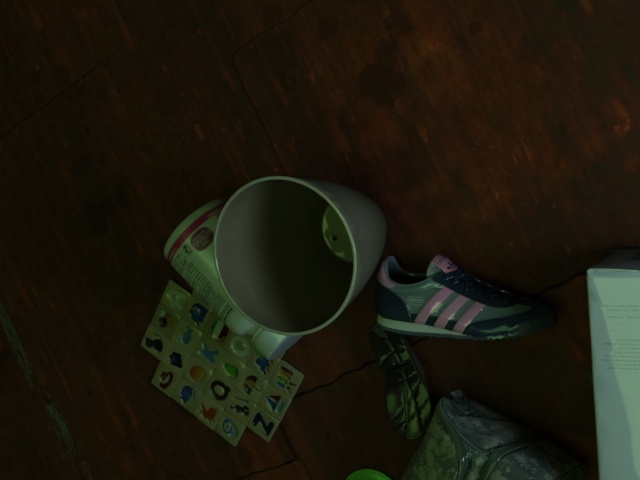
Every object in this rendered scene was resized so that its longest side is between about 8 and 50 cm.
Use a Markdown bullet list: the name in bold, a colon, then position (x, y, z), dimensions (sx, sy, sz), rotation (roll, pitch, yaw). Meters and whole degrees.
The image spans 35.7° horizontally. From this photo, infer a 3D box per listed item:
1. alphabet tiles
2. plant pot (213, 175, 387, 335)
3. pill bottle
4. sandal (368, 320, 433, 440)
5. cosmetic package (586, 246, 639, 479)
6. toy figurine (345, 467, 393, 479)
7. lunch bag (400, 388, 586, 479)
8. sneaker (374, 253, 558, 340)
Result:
- **alphabet tiles**: position (-0.200, 0.236, 1.974), dimensions (0.343, 0.011, 0.285), rotation (34, 114, 17)
- **plant pot**: position (0.000, 0.000, 1.672), dimensions (0.257, 0.274, 0.256), rotation (6, 104, 26)
- **pill bottle**: position (-0.140, 0.072, 1.824), dimensions (0.283, 0.160, 0.160), rotation (46, 117, 11)
- **sandal**: position (0.147, 0.245, 1.775), dimensions (0.090, 0.060, 0.219), rotation (-27, 73, 23)
- **cosmetic package**: position (0.503, 0.212, 1.494), dimensions (0.156, 0.217, 0.384), rotation (0, 98, 27)
- **toy figurine**: position (0.049, 0.517, 1.817), dimensions (0.173, 0.159, 0.130), rotation (-39, 82, 28)
- **lunch bag**: position (0.254, 0.439, 1.680), dimensions (0.256, 0.213, 0.305), rotation (35, 114, 35)
- **sneaker**: position (0.234, 0.091, 1.663), dimensions (0.319, 0.112, 0.131), rotation (0, 103, 26)
